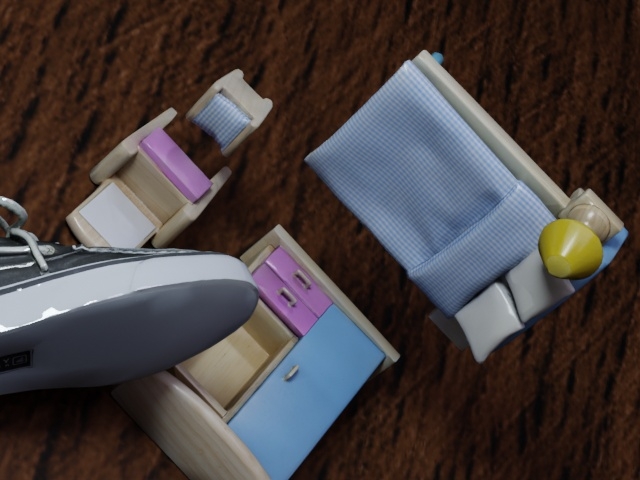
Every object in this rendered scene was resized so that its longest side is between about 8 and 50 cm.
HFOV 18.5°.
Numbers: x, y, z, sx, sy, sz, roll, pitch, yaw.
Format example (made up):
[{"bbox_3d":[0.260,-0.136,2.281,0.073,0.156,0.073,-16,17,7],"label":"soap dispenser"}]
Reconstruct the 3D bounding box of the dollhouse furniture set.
[{"bbox_3d":[0.000,0.000,1.328,0.286,0.303,0.198,47,41,-4],"label":"dollhouse furniture set"}]

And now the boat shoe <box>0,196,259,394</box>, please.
[{"bbox_3d":[-0.194,0.037,1.248,0.306,0.113,0.105,-13,58,-17],"label":"boat shoe"}]
